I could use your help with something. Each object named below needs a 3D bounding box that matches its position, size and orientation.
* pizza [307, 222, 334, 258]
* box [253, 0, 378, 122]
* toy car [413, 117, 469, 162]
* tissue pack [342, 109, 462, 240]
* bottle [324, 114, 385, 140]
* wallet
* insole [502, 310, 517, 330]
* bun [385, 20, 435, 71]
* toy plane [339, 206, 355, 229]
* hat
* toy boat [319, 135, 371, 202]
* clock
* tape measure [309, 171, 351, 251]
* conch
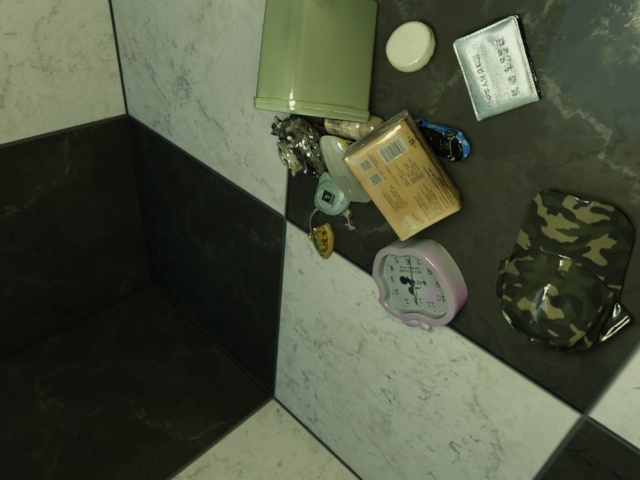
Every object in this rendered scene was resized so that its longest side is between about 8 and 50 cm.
[{"bbox_3d":[0.000,0.000,1.999,0.134,0.046,0.175,20,127,39],"label":"pizza"},{"bbox_3d":[-0.004,-0.524,1.370,0.177,0.352,0.343,16,106,42],"label":"box"},{"bbox_3d":[0.343,-0.297,1.409,0.216,0.063,0.103,28,151,39],"label":"toy car"},{"bbox_3d":[0.245,-0.201,1.427,0.239,0.238,0.305,-18,115,51],"label":"tissue pack"},{"bbox_3d":[0.121,-0.375,1.589,0.209,0.110,0.097,25,88,39],"label":"bottle"},{"bbox_3d":[0.440,-0.430,1.215,0.167,0.036,0.222,-13,104,34],"label":"wallet"},{"bbox_3d":[0.564,0.242,1.446,0.010,0.192,0.063,-38,62,11],"label":"insole"},{"bbox_3d":[0.258,-0.528,1.346,0.138,0.094,0.138,-7,76,30],"label":"bun"},{"bbox_3d":[0.102,-0.097,1.839,0.049,0.031,0.120,-1,110,39],"label":"toy plane"},{"bbox_3d":[0.615,0.082,1.258,0.366,0.257,0.381,20,146,37],"label":"hat"},{"bbox_3d":[0.099,-0.254,1.637,0.141,0.141,0.269,7,130,46],"label":"toy boat"},{"bbox_3d":[0.337,0.151,1.679,0.339,0.102,0.338,27,132,35],"label":"clock"},{"bbox_3d":[0.023,-0.093,1.822,0.164,0.084,0.330,28,113,40],"label":"tape measure"},{"bbox_3d":[-0.077,-0.330,1.760,0.313,0.186,0.240,34,134,35],"label":"conch"}]
